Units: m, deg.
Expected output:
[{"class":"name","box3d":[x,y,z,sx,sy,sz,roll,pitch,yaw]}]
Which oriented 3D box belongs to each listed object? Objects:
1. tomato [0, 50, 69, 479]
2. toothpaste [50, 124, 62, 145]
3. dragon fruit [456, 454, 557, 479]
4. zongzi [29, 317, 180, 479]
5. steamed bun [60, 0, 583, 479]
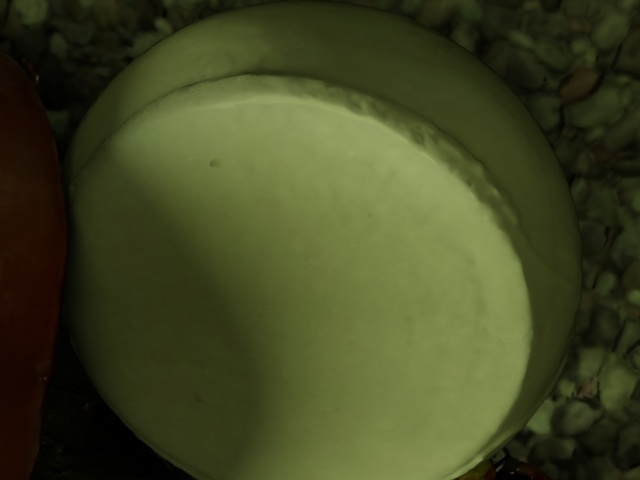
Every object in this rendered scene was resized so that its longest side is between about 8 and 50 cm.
[{"class":"tomato","box3d":[-0.257,0.043,0.511,0.338,0.143,0.339,-12,74,45]},{"class":"toothpaste","box3d":[-0.217,-0.127,0.609,0.052,0.033,0.218,-32,98,21]},{"class":"dragon fruit","box3d":[0.110,0.197,0.566,0.207,0.150,0.133,43,79,-5]},{"class":"zongzi","box3d":[-0.098,0.138,0.624,0.125,0.274,0.251,-40,57,59]},{"class":"steamed bun","box3d":[0.000,0.000,0.527,0.231,0.145,0.232,5,120,8]}]
